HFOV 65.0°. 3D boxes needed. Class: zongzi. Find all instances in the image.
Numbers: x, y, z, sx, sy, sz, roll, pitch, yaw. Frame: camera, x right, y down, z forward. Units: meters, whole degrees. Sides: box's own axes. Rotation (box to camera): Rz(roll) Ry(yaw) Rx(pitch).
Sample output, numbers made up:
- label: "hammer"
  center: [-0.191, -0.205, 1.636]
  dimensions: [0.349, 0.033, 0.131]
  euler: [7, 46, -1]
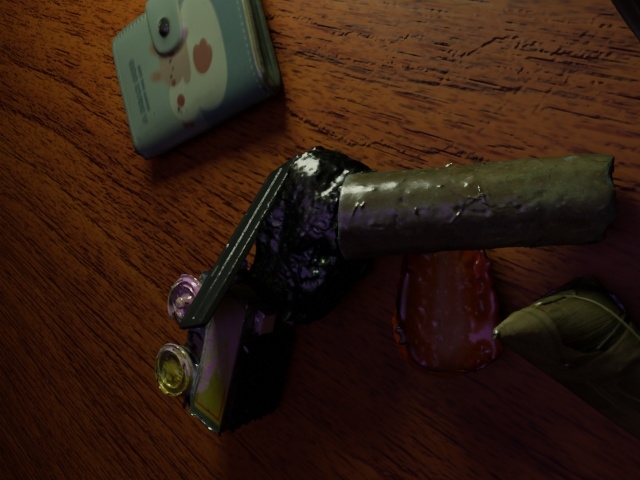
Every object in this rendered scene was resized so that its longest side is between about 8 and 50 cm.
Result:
- label: "zongzi"
  center: [0.240, 0.128, 0.424]
  dimensions: [0.189, 0.178, 0.081]
  euler: [56, 130, 22]

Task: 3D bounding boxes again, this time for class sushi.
- label: "sushi"
  center: [0.000, 0.000, 0.638]
  dimensions: [0.127, 0.124, 0.225]
  euler: [36, 111, 25]

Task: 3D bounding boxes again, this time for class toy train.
- label: "toy train"
  center: [-0.142, 0.155, 0.757]
  dimensions: [0.178, 0.134, 0.260]
  euler: [24, 106, 35]

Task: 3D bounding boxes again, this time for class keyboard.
- label: "keyboard"
  center: [-0.131, 0.038, 0.655]
  dimensions: [0.041, 0.381, 0.103]
  euler: [43, 150, -17]

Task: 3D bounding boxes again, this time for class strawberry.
- label: "strawberry"
  center: [0.145, 0.060, 0.569]
  dimensions: [0.121, 0.082, 0.188]
  euler: [6, 82, 8]

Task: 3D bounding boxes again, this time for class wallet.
- label: "wallet"
  center: [-0.223, -0.300, 0.842]
  dimensions: [0.361, 0.083, 0.252]
  euler: [-13, 89, 38]

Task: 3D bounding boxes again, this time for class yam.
- label: "yam"
  center: [0.150, -0.032, 0.493]
  dimensions: [0.260, 0.093, 0.093]
  euler: [-3, 90, 15]

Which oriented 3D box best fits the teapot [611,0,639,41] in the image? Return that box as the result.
- label: "teapot"
  center: [0.361, -0.243, 0.314]
  dimensions: [0.312, 0.233, 0.314]
  euler: [-40, 40, 25]
